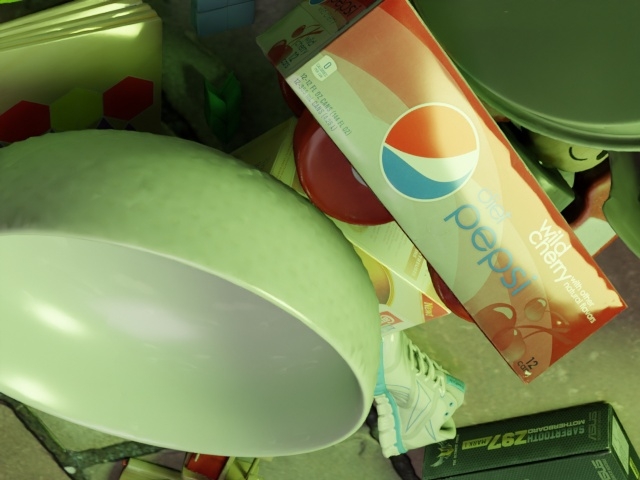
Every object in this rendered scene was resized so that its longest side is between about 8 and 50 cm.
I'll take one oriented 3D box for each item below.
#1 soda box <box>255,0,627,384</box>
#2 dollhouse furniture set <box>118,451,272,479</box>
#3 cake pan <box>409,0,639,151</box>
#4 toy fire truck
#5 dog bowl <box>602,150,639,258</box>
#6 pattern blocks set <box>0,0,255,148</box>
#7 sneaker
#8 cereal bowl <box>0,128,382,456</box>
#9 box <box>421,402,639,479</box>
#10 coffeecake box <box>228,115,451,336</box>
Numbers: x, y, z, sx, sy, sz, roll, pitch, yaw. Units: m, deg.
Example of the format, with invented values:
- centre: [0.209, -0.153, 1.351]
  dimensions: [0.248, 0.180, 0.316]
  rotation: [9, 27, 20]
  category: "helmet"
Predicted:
- centre: [0.075, -0.039, 0.916]
  dimensions: [0.083, 0.092, 0.263]
  rotation: [-39, 116, 3]
  category: "soda box"
- centre: [-0.135, 0.260, 1.451]
  dimensions: [0.129, 0.129, 0.183]
  rotation: [18, 136, -7]
  category: "dollhouse furniture set"
- centre: [0.166, -0.193, 0.844]
  dimensions: [0.293, 0.054, 0.293]
  rotation: [5, 101, 25]
  category: "cake pan"
- centre: [0.126, -0.106, 1.036]
  dimensions: [0.302, 0.169, 0.254]
  rotation: [37, 111, -25]
  category: "toy fire truck"
- centre: [0.318, -0.111, 0.883]
  dimensions: [0.349, 0.348, 0.102]
  rotation: [-19, 166, 26]
  category: "dog bowl"
- centre: [-0.202, -0.098, 1.076]
  dimensions: [0.325, 0.026, 0.285]
  rotation: [-9, 139, -26]
  category: "pattern blocks set"
- centre: [0.084, 0.119, 1.325]
  dimensions: [0.083, 0.071, 0.190]
  rotation: [-6, 141, 7]
  category: "sneaker"
- centre: [-0.113, 0.025, 1.074]
  dimensions: [0.339, 0.141, 0.339]
  rotation: [11, 152, 6]
  category: "cereal bowl"
- centre: [0.223, 0.259, 1.433]
  dimensions: [0.183, 0.059, 0.232]
  rotation: [-13, 130, 23]
  category: "box"
- centre: [0.000, 0.000, 1.189]
  dimensions: [0.185, 0.068, 0.142]
  rotation: [35, 147, -23]
  category: "coffeecake box"
